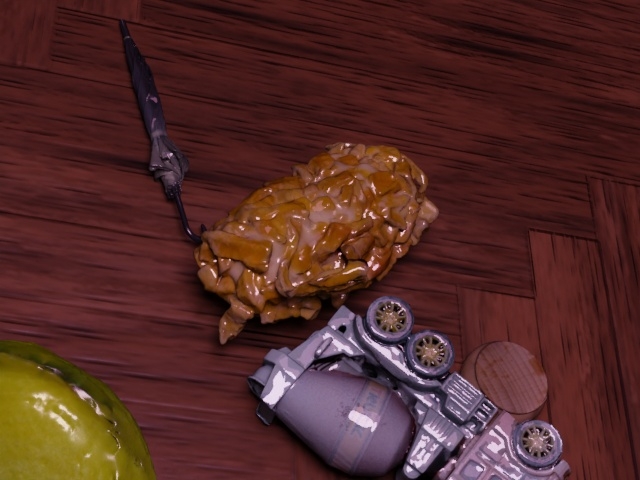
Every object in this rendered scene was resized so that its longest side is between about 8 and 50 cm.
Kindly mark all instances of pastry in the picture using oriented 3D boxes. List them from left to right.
[{"bbox_3d":[0.000,0.000,1.088,0.154,0.102,0.250,30,43,22],"label":"pastry"}]

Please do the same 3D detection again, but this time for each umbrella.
[{"bbox_3d":[-0.159,-0.113,1.155,0.044,0.044,0.269,10,49,-49],"label":"umbrella"}]

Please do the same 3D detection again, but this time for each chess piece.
[{"bbox_3d":[0.168,0.133,1.123,0.083,0.038,0.084,10,53,-14],"label":"chess piece"}]

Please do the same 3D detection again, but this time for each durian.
[{"bbox_3d":[-0.211,0.160,0.925,0.250,0.101,0.139,31,87,1],"label":"durian"}]

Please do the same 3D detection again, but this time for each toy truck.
[{"bbox_3d":[0.071,0.160,1.031,0.256,0.108,0.140,40,66,9],"label":"toy truck"}]
